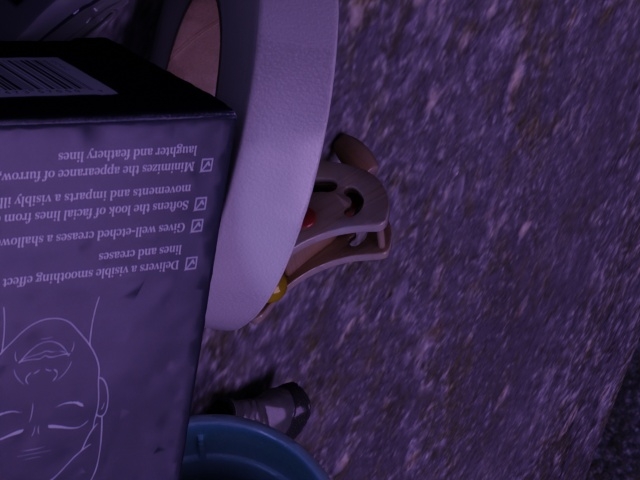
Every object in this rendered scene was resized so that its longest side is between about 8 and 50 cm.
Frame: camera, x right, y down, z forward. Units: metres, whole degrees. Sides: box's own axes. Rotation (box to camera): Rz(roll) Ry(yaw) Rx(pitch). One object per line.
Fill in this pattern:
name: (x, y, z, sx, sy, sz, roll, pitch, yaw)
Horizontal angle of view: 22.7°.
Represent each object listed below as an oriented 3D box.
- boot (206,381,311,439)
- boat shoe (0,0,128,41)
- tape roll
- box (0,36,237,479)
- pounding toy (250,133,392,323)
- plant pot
boot: (-0.121, 0.298, 2.180, 0.161, 0.083, 0.246, -9, 130, -42)
boat shoe: (-0.215, -0.210, 1.353, 0.258, 0.095, 0.084, -36, 155, -14)
tape roll: (-0.085, -0.115, 1.389, 0.072, 0.392, 0.392, 9, 121, -20)
box: (-0.264, 0.057, 1.232, 0.293, 0.212, 0.395, -5, 114, -38)
pounding toy: (0.000, 0.000, 1.902, 0.269, 0.154, 0.155, -44, 153, -21)
plant pot: (-0.136, 0.444, 2.047, 0.341, 0.341, 0.334, -44, 160, -21)
